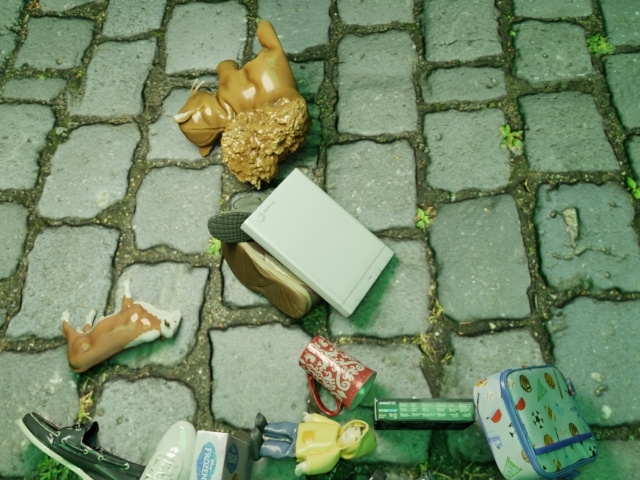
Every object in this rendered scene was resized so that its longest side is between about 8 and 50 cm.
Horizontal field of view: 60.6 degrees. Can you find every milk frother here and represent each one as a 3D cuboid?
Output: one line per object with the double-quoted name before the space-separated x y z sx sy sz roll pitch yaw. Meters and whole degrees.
"milk frother" 0.066 0.553 1.212 0.143 0.135 0.129 17 62 11

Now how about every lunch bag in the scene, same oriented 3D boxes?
"lunch bag" 0.476 0.397 1.189 0.303 0.115 0.243 7 54 -40

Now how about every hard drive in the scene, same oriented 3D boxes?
"hard drive" 0.000 0.000 1.432 0.353 0.047 0.233 40 59 -1

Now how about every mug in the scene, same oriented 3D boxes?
"mug" 0.027 0.331 1.335 0.169 0.113 0.150 35 71 22

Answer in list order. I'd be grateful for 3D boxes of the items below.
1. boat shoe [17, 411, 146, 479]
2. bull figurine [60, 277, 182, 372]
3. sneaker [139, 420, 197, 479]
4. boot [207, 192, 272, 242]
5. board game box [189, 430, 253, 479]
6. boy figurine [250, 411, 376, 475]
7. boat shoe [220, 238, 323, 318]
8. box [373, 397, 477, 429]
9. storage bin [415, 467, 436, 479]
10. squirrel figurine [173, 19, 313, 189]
"boat shoe" -0.556 0.488 1.299 0.340 0.127 0.113 30 70 15
"bull figurine" -0.525 0.221 1.436 0.310 0.101 0.188 -26 62 -10
"sneaker" -0.359 0.561 1.236 0.114 0.152 0.305 11 65 12
"boot" -0.209 -0.069 1.504 0.246 0.084 0.161 -10 26 -27
"board game box" -0.211 0.574 1.126 0.065 0.319 0.318 3 66 5
"boy figurine" -0.015 0.465 1.259 0.285 0.092 0.177 -1 26 12
"boat shoe" -0.130 0.073 1.477 0.342 0.123 0.123 33 41 29
"box" 0.230 0.398 1.249 0.220 0.175 0.051 -2 65 5
"storage bin" 0.230 0.590 1.211 0.091 0.098 0.135 -26 66 4
"squirrel figurine" -0.229 -0.358 1.591 0.370 0.281 0.397 -23 63 1
